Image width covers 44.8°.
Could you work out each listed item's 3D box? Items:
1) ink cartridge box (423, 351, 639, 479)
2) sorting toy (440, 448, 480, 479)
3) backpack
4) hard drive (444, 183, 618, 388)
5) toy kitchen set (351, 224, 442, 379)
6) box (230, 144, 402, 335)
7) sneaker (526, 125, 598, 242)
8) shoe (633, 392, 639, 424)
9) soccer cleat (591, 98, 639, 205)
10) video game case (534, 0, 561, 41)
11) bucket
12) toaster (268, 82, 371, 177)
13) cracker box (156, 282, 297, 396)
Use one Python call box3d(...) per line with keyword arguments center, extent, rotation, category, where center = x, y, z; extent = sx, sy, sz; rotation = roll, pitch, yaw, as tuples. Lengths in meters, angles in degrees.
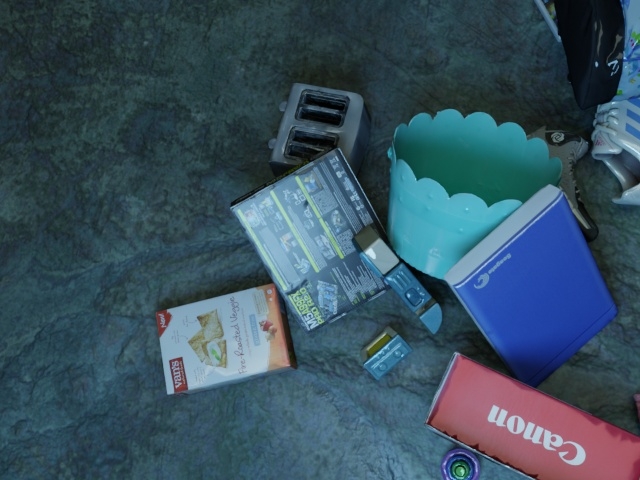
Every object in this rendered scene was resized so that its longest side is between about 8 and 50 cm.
box3d(center=(0.322, 0.295, 1.178), extent=(0.309, 0.272, 0.130), rotation=(24, 82, 14), category="ink cartridge box")
box3d(center=(0.178, 0.510, 1.228), extent=(0.127, 0.126, 0.365), rotation=(17, 80, 15), category="sorting toy")
box3d(center=(0.585, -0.373, 1.225), extent=(0.355, 0.273, 0.290), rotation=(3, 62, -2), category="backpack")
box3d(center=(0.342, 0.087, 1.222), extent=(0.210, 0.319, 0.040), rotation=(-41, 39, -2), category="hard drive")
box3d(center=(0.093, 0.111, 1.301), extent=(0.166, 0.122, 0.207), rotation=(-41, 101, 4), category="toy kitchen set")
box3d(center=(0.000, 0.000, 1.366), extent=(0.216, 0.060, 0.270), rotation=(-30, 102, 3), category="box")
box3d(center=(0.442, -0.116, 1.366), extent=(0.132, 0.086, 0.229), rotation=(-35, 71, -2), category="sneaker")
box3d(center=(0.598, 0.265, 1.243), extent=(0.178, 0.063, 0.081), rotation=(-15, 79, 11), category="shoe")
box3d(center=(0.529, -0.216, 1.350), extent=(0.143, 0.116, 0.331), rotation=(-11, 75, -7), category="soccer cleat")
box3d(center=(0.493, -0.494, 1.489), extent=(0.173, 0.022, 0.190), rotation=(-24, 73, 3), category="video game case")
box3d(center=(0.240, -0.074, 1.286), extent=(0.281, 0.183, 0.281), rotation=(5, 39, -4), category="bucket")
box3d(center=(0.005, -0.189, 1.454), extent=(0.185, 0.110, 0.168), rotation=(13, 79, 14), category="toaster")
box3d(center=(-0.172, 0.182, 1.412), extent=(0.232, 0.067, 0.156), rotation=(-15, 73, 7), category="cracker box")
